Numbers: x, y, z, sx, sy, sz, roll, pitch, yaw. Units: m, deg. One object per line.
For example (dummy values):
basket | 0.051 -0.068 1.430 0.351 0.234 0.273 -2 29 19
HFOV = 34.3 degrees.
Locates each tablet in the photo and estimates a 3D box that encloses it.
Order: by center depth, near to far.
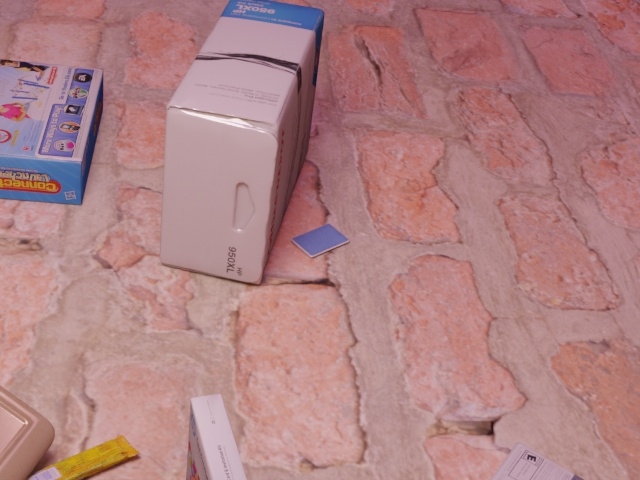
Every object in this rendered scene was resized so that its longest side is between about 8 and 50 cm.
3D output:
tablet | 0.000 0.000 1.658 0.083 0.006 0.054 -23 48 -35

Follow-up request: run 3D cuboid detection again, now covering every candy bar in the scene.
candy bar | -0.293 0.271 1.223 0.161 0.018 0.040 -21 43 -34

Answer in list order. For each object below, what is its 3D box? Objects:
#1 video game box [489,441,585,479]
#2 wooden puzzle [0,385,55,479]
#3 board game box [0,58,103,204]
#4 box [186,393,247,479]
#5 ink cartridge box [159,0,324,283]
video game box | 0.268 0.354 1.220 0.187 0.048 0.205 26 40 24
wooden puzzle | -0.446 0.225 1.141 0.238 0.044 0.221 40 48 -8
board game box | -0.529 -0.192 1.722 0.301 0.086 0.308 5 37 -7
box | -0.112 0.282 1.110 0.038 0.186 0.145 -4 40 -18
ink cartridge box | -0.117 -0.168 1.619 0.166 0.286 0.395 11 36 4
